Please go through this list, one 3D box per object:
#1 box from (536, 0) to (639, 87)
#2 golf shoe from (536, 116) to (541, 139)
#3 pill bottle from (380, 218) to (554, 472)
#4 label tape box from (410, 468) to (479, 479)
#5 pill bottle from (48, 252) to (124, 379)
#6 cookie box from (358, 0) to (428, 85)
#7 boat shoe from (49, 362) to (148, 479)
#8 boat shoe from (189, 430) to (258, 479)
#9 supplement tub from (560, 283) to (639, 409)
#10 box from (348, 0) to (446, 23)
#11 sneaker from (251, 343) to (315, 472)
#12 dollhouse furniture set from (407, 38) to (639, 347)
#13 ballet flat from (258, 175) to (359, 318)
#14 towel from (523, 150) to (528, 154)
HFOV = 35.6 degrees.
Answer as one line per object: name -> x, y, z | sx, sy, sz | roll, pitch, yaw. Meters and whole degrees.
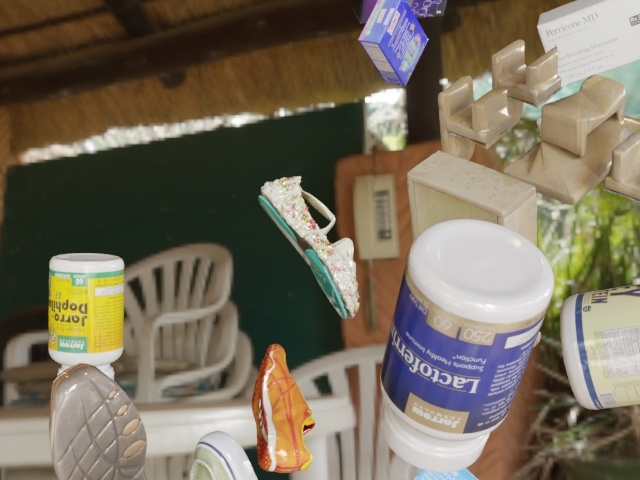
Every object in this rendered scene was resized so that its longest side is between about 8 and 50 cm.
box -> 0.485, -0.365, 1.750 | 0.181, 0.119, 0.182 | -18, 14, 20
golf shoe -> 0.471, -0.188, 1.950 | 0.069, 0.086, 0.176 | -41, -34, -1
pill bottle -> 0.149, 0.121, 1.090 | 0.153, 0.153, 0.265 | -1, -52, -13
label tape box -> 0.172, 0.518, 1.461 | 0.249, 0.348, 0.115 | 44, -12, -6
pill bottle -> -0.369, 0.130, 1.570 | 0.117, 0.208, 0.117 | 2, 6, 0
cookie box -> 0.109, -0.299, 1.481 | 0.040, 0.092, 0.107 | 14, -21, 34
boat shoe -> -0.289, 0.281, 1.274 | 0.123, 0.324, 0.116 | -26, 39, -28
boat shoe -> -0.130, 0.393, 1.280 | 0.094, 0.302, 0.109 | -21, 24, -40
supplement tub -> 0.655, 0.198, 1.952 | 0.325, 0.235, 0.235 | -12, -11, 24
box -> 0.163, -0.560, 1.924 | 0.184, 0.103, 0.261 | -11, -39, -16
sneaker -> -0.043, 0.198, 1.169 | 0.067, 0.175, 0.064 | 8, -44, -17
dollhouse furniture set -> 0.317, -0.056, 1.404 | 0.362, 0.256, 0.394 | 26, 49, 37
ballet flat -> 0.000, 0.000, 1.460 | 0.077, 0.241, 0.091 | -33, -12, -13
towel -> 0.399, -0.136, 1.804 | 0.009, 0.060, 0.083 | -26, 8, -11
